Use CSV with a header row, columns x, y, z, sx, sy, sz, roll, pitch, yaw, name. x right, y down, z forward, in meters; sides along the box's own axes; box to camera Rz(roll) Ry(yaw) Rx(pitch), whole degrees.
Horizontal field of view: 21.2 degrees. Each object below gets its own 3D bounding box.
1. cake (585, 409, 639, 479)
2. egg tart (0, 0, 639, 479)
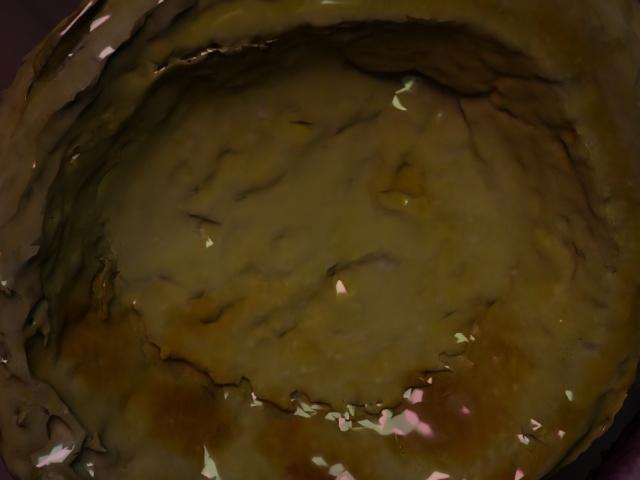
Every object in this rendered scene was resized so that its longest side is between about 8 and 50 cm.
x,y,z,sx,sy,sz,roll,pitch,yaw,name
0.104,0.119,0.458,0.116,0.113,0.295,35,65,9,cake
-0.001,0.000,0.473,0.212,0.212,0.090,-15,30,-8,egg tart
